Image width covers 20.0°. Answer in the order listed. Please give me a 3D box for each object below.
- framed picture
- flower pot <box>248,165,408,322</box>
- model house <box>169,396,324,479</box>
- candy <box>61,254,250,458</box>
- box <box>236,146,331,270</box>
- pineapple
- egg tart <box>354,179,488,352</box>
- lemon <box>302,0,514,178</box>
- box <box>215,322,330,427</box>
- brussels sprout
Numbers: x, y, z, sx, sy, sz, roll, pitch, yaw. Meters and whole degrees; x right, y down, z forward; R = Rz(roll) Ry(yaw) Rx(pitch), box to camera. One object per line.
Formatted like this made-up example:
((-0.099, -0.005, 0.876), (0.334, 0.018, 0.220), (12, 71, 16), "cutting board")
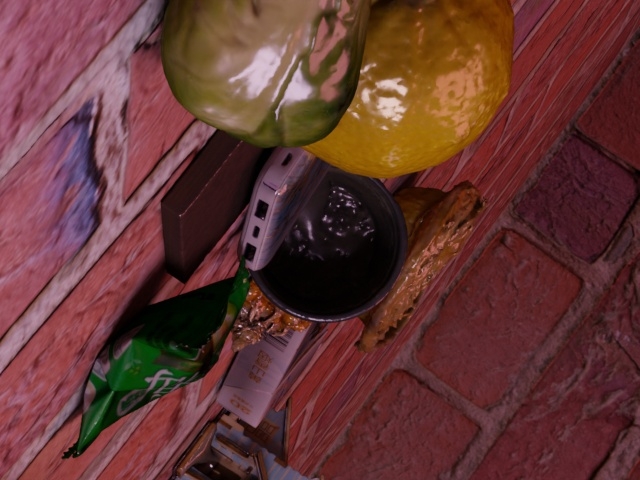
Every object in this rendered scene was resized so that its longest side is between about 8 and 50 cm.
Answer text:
((-0.086, -0.043, 1.523), (0.128, 0.023, 0.168), (-52, 170, -18), "framed picture")
((0.000, 0.000, 1.776), (0.157, 0.157, 0.107), (-55, -175, -3), "flower pot")
((-0.080, 0.333, 2.296), (0.271, 0.206, 0.178), (-52, 170, -23), "model house")
((-0.143, 0.101, 1.576), (0.203, 0.078, 0.141), (-45, 167, 33), "candy")
((0.007, -0.108, 1.634), (0.285, 0.044, 0.142), (-58, 174, -34), "box")
((-0.063, 0.071, 1.966), (0.114, 0.077, 0.114), (-44, 135, -7), "pineapple")
((0.117, 0.026, 2.528), (0.288, 0.118, 0.288), (-56, 172, -12), "egg tart")
((0.048, -0.143, 1.331), (0.192, 0.192, 0.231), (-54, 178, -15), "lemon")
((-0.033, 0.097, 2.155), (0.149, 0.067, 0.233), (-45, 167, -47), "box")
((-0.030, -0.133, 1.152), (0.145, 0.131, 0.183), (-60, 177, -11), "brussels sprout")
